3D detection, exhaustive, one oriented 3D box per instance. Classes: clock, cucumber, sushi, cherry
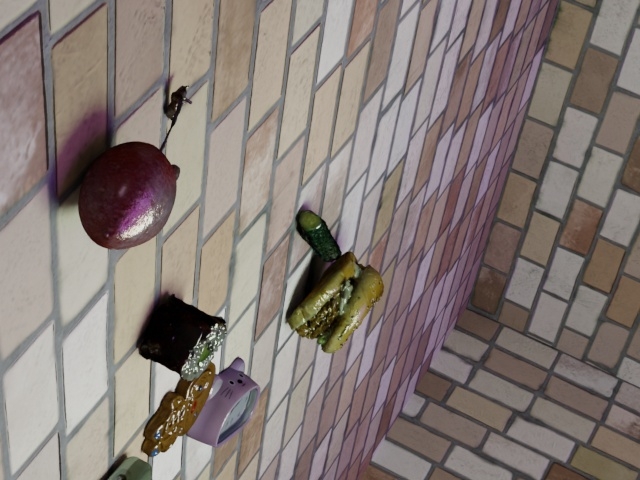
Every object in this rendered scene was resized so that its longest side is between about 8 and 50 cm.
[{"bbox_3d":[-0.143,0.252,2.055,0.152,0.050,0.110,-31,143,-65],"label":"clock"},{"bbox_3d":[0.001,0.000,2.165,0.044,0.043,0.257,-58,166,-6],"label":"cucumber"},{"bbox_3d":[-0.172,0.125,1.683,0.094,0.084,0.098,-61,162,-5],"label":"sushi"},{"bbox_3d":[-0.178,-0.068,1.355,0.225,0.090,0.107,-61,156,-52],"label":"cherry"}]

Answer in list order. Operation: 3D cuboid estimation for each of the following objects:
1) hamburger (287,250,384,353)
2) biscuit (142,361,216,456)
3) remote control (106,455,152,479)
[{"bbox_3d":[0.034,0.112,2.270,0.177,0.113,0.185,-46,-176,-8],"label":"hamburger"},{"bbox_3d":[-0.197,0.242,1.898,0.175,0.026,0.124,-48,158,-48],"label":"biscuit"},{"bbox_3d":[-0.287,0.448,1.844,0.128,0.065,0.335,-51,160,-48],"label":"remote control"}]
